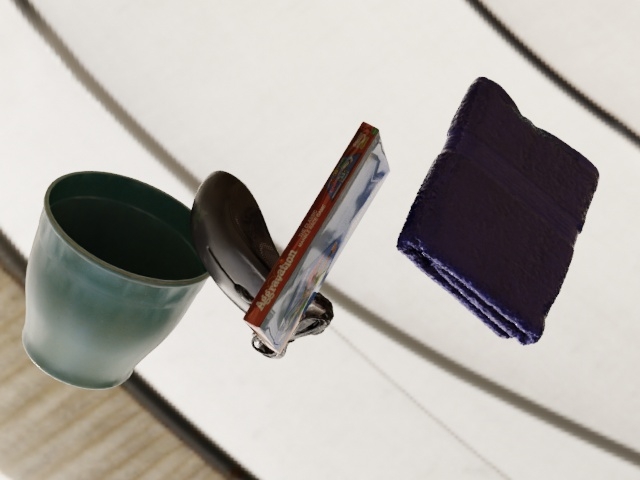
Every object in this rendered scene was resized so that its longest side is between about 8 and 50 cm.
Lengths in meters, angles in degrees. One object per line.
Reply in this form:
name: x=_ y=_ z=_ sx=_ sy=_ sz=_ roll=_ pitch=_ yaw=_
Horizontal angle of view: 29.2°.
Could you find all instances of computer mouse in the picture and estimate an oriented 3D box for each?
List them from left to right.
computer mouse: x=-0.105 y=0.032 z=1.686 sx=0.072 sy=0.188 sz=0.272 roll=-24 pitch=-97 yaw=-39

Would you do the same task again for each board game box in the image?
board game box: x=0.000 y=0.000 z=1.516 sx=0.281 sy=0.027 sz=0.145 roll=-59 pitch=-18 yaw=-11

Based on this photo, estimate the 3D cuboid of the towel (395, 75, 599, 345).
towel: x=0.226 y=-0.037 z=1.557 sx=0.227 sy=0.076 sz=0.308 roll=37 pitch=-128 yaw=-12

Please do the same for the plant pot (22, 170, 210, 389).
plant pot: x=-0.327 y=0.076 z=1.851 sx=0.271 sy=0.271 sz=0.255 roll=-18 pitch=-38 yaw=-56
